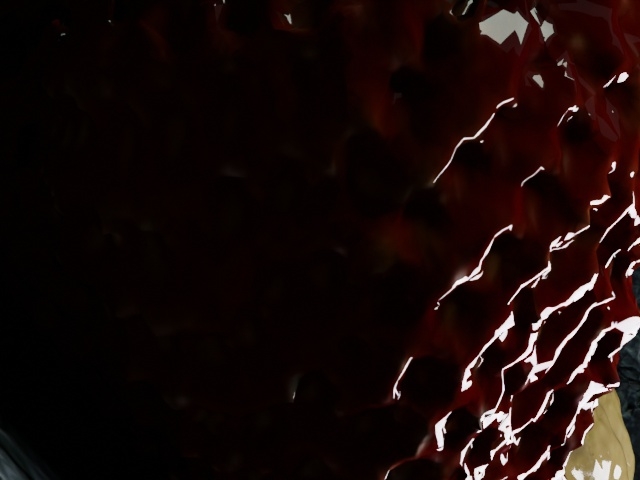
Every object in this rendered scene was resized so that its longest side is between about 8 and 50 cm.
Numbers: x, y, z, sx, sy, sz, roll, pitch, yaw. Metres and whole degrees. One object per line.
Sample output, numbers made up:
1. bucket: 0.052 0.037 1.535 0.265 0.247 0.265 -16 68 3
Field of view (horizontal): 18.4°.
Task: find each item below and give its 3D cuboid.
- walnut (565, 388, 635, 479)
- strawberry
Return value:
1. walnut: 0.076 0.120 1.284 0.257 0.257 0.224 53 -32 -11
2. strawberry: 0.000 0.000 0.761 0.312 0.267 0.351 -137 -147 -59
